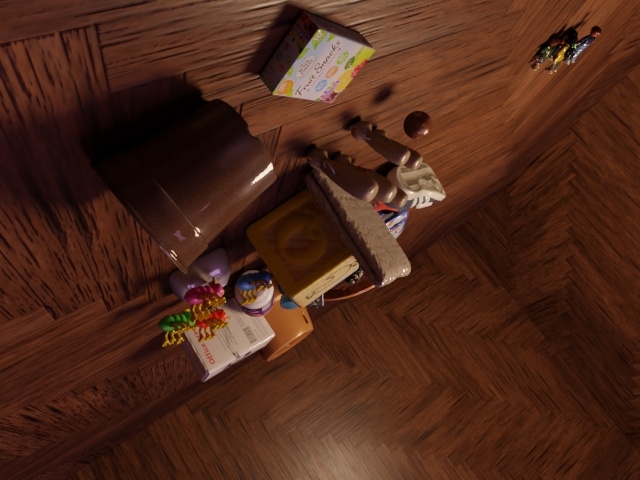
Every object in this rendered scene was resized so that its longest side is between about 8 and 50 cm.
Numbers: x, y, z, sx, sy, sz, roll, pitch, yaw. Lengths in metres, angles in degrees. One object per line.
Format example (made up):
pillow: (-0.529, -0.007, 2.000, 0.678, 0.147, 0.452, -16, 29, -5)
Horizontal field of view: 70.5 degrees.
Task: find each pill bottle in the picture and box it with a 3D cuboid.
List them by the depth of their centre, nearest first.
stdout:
pill bottle: (-0.186, 0.148, 1.285, 0.108, 0.108, 0.193, -32, 165, -15)

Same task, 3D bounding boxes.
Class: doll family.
doll family: (0.649, -0.507, 1.189, 0.193, 0.076, 0.111, -34, 163, -27)

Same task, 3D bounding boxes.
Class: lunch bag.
lunch bag: (0.150, -0.017, 1.534, 0.303, 0.115, 0.243, -34, 164, -10)

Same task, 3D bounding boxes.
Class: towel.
towel: (0.081, -0.034, 0.958, 0.049, 0.282, 0.187, -37, 167, 26)

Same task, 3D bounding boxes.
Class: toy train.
toy train: (-0.057, 0.080, 1.233, 0.105, 0.143, 0.248, 8, 146, -22)

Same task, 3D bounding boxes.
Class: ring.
ring: (0.095, 0.112, 1.638, 0.337, 0.032, 0.336, -18, -159, 7)

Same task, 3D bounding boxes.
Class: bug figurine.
bug figurine: (-0.236, 0.144, 1.011, 0.279, 0.072, 0.216, -40, 160, 33)

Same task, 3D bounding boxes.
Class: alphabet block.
alphabet block: (-0.034, 0.022, 1.057, 0.192, 0.193, 0.197, -36, 166, -5)

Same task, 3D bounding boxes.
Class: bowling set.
bowling set: (0.119, -0.186, 0.917, 0.200, 0.154, 0.287, -58, 159, 12)

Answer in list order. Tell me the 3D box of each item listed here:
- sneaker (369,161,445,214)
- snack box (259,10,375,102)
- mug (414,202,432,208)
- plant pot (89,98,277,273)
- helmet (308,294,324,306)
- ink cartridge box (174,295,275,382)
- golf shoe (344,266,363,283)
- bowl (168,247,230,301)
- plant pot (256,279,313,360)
sneaker: (0.252, -0.145, 1.353, 0.148, 0.131, 0.350, -36, 162, 32)
snack box: (-0.001, -0.237, 0.604, 0.100, 0.037, 0.141, -46, 163, 32)
mug: (0.388, -0.161, 1.757, 0.064, 0.078, 0.062, -23, -164, -14)
plant pot: (-0.153, -0.074, 0.553, 0.165, 0.167, 0.167, -40, 167, -13)
helmet: (-0.026, 0.124, 1.448, 0.161, 0.169, 0.169, -44, 167, -7)
ink cartridge box: (-0.286, 0.281, 1.352, 0.237, 0.172, 0.100, -24, 162, -39)
golf shoe: (0.175, 0.102, 2.003, 0.120, 0.105, 0.273, -34, 168, -37)
bowl: (-0.263, 0.086, 1.020, 0.142, 0.053, 0.142, -31, 164, -23)
plant pot: (-0.161, 0.286, 1.603, 0.291, 0.203, 0.291, -34, 166, -9)
